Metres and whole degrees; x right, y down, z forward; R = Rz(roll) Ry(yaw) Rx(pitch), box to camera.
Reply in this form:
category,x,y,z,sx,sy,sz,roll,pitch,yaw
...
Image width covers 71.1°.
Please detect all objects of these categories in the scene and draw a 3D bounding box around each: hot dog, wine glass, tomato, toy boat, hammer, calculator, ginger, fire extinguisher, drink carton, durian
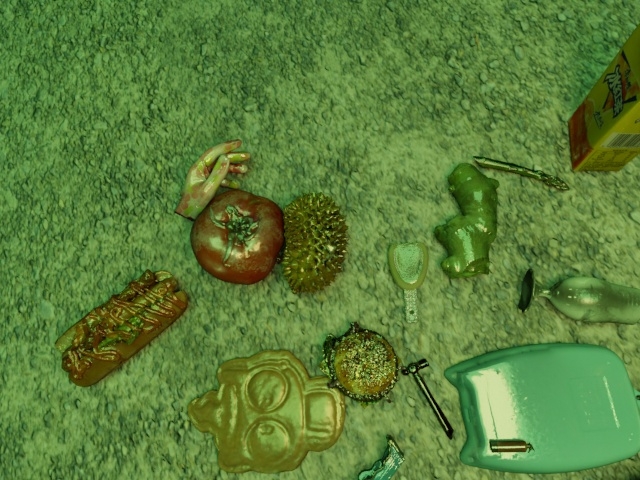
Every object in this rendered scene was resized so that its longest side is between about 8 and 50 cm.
category,x,y,z,sx,sy,sz,roll,pitch,yaw
hot dog,-0.493,0.208,1.100,0.348,0.117,0.158,-37,73,-3
wine glass,0.555,0.126,0.963,0.222,0.103,0.103,8,76,13
tomato,-0.196,-0.005,1.073,0.231,0.189,0.232,1,67,-2
toy boat,0.098,0.493,0.945,0.077,0.075,0.185,39,87,14
hammer,0.249,0.351,0.990,0.065,0.021,0.178,-29,72,-1
calculator,0.474,0.348,0.939,0.386,0.054,0.256,-8,73,6
ginger,0.346,-0.046,1.055,0.137,0.089,0.290,10,79,31
fire extinguisher,0.383,0.413,0.894,0.083,0.022,0.028,-6,112,10
drink carton,0.642,-0.282,0.932,0.111,0.351,0.155,1,75,10
durian,-0.001,-0.001,1.038,0.183,0.138,0.250,0,84,-21

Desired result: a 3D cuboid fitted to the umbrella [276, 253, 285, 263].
category,x,y,z,sx,sy,sz,roll,pitch,yaw
umbrella,-0.059,0.036,1.128,0.165,0.025,0.027,-15,50,3

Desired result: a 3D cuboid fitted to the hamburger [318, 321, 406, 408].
category,x,y,z,sx,sy,sz,roll,pitch,yaw
hamburger,0.089,0.269,0.991,0.189,0.093,0.164,26,68,12

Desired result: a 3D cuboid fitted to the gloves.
category,x,y,z,sx,sy,sz,roll,pitch,yaw
gloves,-0.284,-0.162,1.157,0.126,0.145,0.241,25,88,13

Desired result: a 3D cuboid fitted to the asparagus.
category,x,y,z,sx,sy,sz,roll,pitch,yaw
asparagus,0.488,-0.169,1.095,0.235,0.027,0.034,19,58,13

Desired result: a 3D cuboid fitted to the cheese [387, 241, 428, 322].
category,x,y,z,sx,sy,sz,roll,pitch,yaw
cheese,0.211,0.098,1.059,0.096,0.037,0.192,-4,74,9

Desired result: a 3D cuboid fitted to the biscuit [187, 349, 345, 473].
category,x,y,z,sx,sy,sz,roll,pitch,yaw
biscuit,-0.129,0.388,1.027,0.375,0.051,0.270,-5,72,8
